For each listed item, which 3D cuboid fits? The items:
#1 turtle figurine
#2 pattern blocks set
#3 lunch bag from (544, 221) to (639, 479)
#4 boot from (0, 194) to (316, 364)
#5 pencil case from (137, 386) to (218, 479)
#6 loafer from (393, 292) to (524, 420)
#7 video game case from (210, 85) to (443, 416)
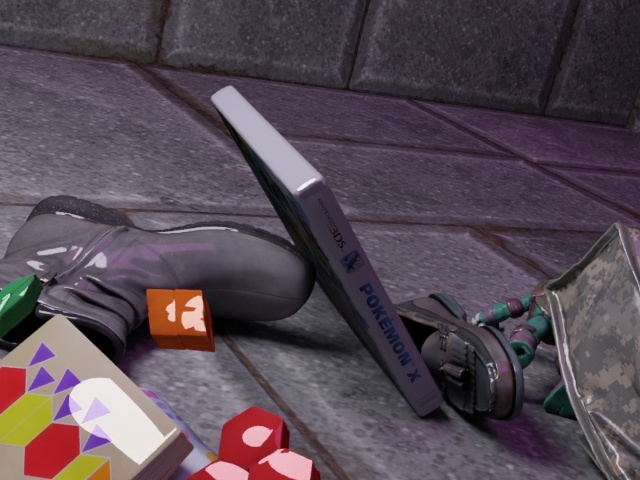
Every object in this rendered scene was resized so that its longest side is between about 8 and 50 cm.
[{"bbox_3d":[0.270,0.107,1.166,0.175,0.118,0.234,18,25,10],"label":"turtle figurine"},{"bbox_3d":[-0.176,0.137,0.625,0.285,0.026,0.325,-36,44,-12],"label":"pattern blocks set"},{"bbox_3d":[0.384,0.155,0.994,0.235,0.169,0.287,12,51,-20],"label":"lunch bag"},{"bbox_3d":[-0.181,0.064,0.999,0.338,0.118,0.222,8,25,2],"label":"boot"},{"bbox_3d":[-0.083,0.205,0.623,0.273,0.124,0.113,34,-2,42],"label":"pencil case"},{"bbox_3d":[0.134,0.126,1.056,0.084,0.096,0.267,0,13,-12],"label":"loafer"},{"bbox_3d":[0.000,0.000,1.061,0.036,0.300,0.329,-32,30,-4],"label":"video game case"}]
